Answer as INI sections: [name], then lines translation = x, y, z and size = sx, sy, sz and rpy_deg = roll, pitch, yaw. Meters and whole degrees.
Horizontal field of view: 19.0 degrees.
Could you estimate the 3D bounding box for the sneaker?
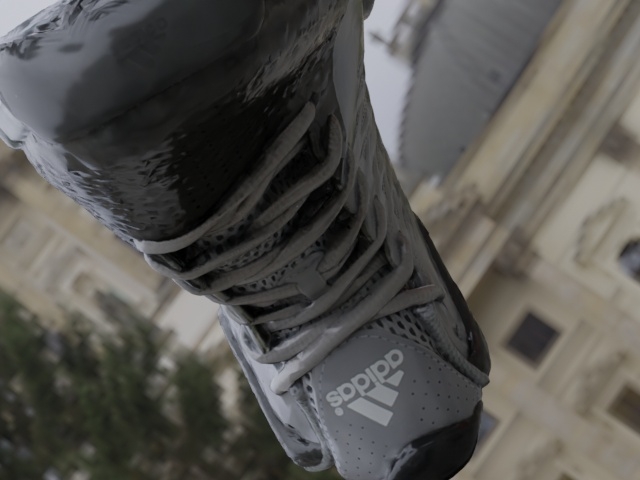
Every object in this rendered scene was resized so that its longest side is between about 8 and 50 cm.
[sneaker]
translation = 0.000, 0.000, 0.435
size = 0.086, 0.132, 0.229
rpy_deg = -29, 0, 4
